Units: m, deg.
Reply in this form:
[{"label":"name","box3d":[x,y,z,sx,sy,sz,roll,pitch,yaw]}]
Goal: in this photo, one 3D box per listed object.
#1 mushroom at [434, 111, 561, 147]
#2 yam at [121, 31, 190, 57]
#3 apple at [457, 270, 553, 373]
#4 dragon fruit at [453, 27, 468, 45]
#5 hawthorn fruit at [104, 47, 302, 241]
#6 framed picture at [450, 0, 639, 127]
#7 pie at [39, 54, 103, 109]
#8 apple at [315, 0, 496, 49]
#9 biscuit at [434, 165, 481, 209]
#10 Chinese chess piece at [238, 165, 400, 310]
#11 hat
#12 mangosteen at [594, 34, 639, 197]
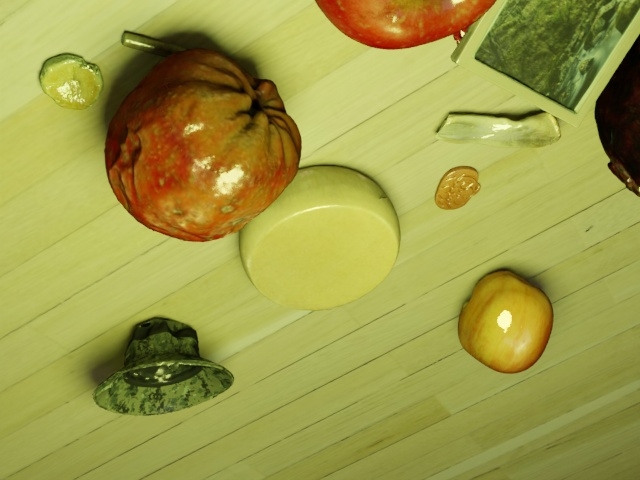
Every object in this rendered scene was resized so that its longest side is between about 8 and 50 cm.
[{"label":"mushroom","box3d":[0.278,-0.176,1.318,0.202,0.054,0.059,-1,129,-7]},{"label":"yam","box3d":[-0.207,-0.255,1.116,0.116,0.021,0.021,11,130,-23]},{"label":"apple","box3d":[0.347,0.147,1.568,0.199,0.199,0.199,-8,136,-8]},{"label":"dragon fruit","box3d":[0.243,-0.342,1.120,0.161,0.127,0.121,-18,117,33]},{"label":"hawthorn fruit","box3d":[-0.160,-0.122,1.107,0.261,0.258,0.258,-10,138,16]},{"label":"framed picture","box3d":[0.334,-0.322,1.052,0.240,0.020,0.324,21,110,-31]},{"label":"pie","box3d":[-0.335,-0.213,1.124,0.084,0.020,0.084,-7,133,-8]},{"label":"apple","box3d":[0.098,-0.353,0.964,0.260,0.217,0.260,-9,137,-9]},{"label":"biscuit","box3d":[0.235,-0.087,1.414,0.078,0.015,0.091,-1,134,-14]},{"label":"Chinese chess piece","box3d":[0.000,0.000,1.374,0.273,0.102,0.273,-7,136,-7]},{"label":"hat","box3d":[-0.281,0.214,1.491,0.265,0.128,0.265,-8,150,-4]},{"label":"mangosteen","box3d":[0.570,-0.204,1.187,0.306,0.306,0.359,30,114,-36]}]
